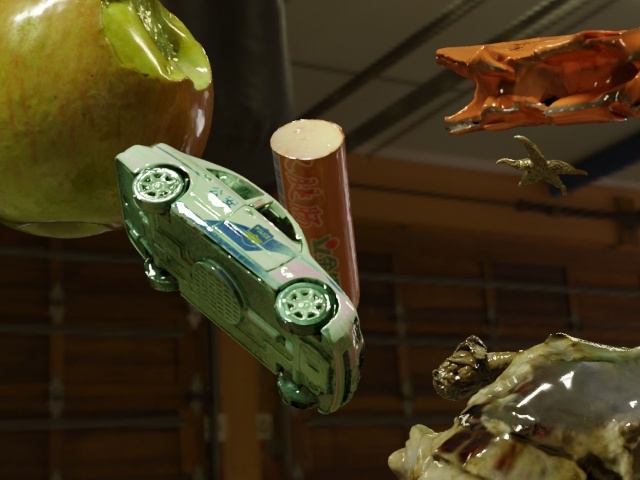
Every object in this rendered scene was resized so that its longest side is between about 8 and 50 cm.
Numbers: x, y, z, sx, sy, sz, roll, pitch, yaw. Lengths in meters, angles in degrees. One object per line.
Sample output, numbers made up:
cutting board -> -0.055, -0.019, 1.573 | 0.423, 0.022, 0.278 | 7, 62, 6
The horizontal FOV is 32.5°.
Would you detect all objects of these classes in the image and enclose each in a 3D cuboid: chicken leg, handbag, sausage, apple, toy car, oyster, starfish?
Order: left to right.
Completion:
apple -> -0.303, -0.161, 1.372 | 0.339, 0.340, 0.339 | -4, -15, -1
toy car -> -0.048, 0.016, 0.713 | 0.076, 0.224, 0.090 | -35, -33, -30
sausage -> 0.000, 0.000, 1.415 | 0.093, 0.093, 0.312 | -5, -54, 3
chicken leg -> 0.275, 0.204, 1.779 | 0.196, 0.080, 0.125 | -29, -45, 27
starfish -> 0.229, -0.076, 1.133 | 0.086, 0.016, 0.092 | -10, -47, 39
oyster -> 0.210, 0.142, 0.737 | 0.337, 0.198, 0.133 | -15, -44, -5
handbag -> 0.351, -0.174, 1.140 | 0.303, 0.116, 0.410 | -11, 8, -31
